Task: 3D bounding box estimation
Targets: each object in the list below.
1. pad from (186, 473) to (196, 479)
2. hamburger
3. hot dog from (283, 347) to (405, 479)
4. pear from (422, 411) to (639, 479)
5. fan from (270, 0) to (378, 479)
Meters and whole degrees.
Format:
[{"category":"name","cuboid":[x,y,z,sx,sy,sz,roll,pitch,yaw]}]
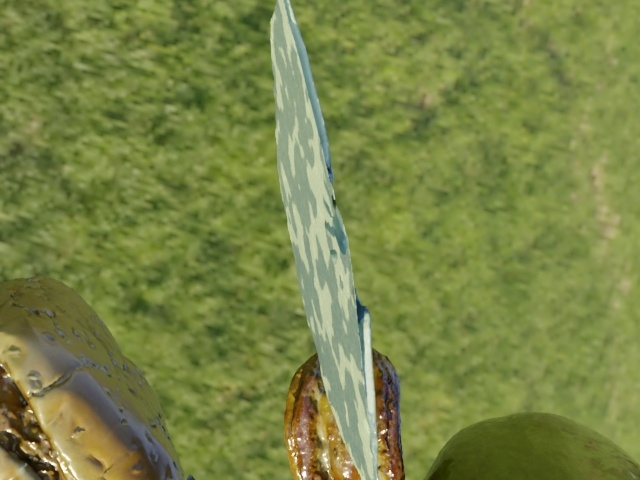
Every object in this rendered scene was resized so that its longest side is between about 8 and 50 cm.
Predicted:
[{"category":"pad","cuboid":[-0.086,0.248,1.017,0.211,0.003,0.143,71,34,-67]},{"category":"hamburger","cuboid":[-0.214,0.152,1.288,0.144,0.259,0.283,-40,-162,-4]},{"category":"hot dog","cuboid":[0.022,0.159,1.254,0.065,0.099,0.147,21,69,-76]},{"category":"pear","cuboid":[0.171,0.283,1.183,0.321,0.269,0.269,-101,-176,-45]},{"category":"fan","cuboid":[0.000,0.000,0.710,0.131,0.009,0.240,172,-93,-76]}]
